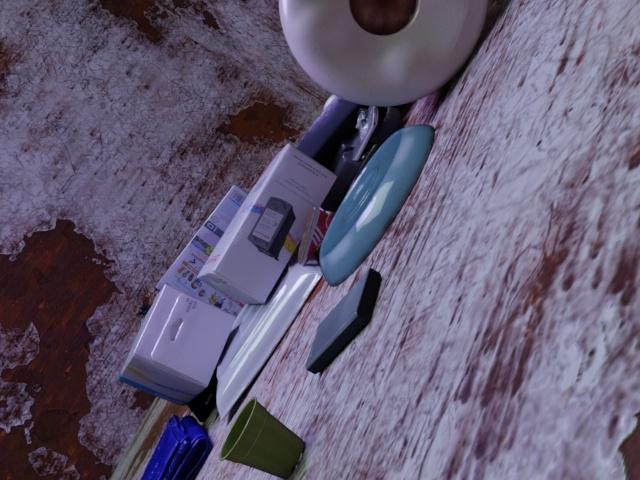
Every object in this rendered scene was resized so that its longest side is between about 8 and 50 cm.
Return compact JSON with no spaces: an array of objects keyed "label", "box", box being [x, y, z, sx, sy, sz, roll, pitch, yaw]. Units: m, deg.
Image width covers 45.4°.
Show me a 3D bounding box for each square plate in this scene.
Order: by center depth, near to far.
[{"label":"square plate","box":[-0.122,0.160,1.578,0.344,0.049,0.347,-55,11,5]}]

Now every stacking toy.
[{"label":"stacking toy","box":[0.108,-0.444,1.467,0.351,0.350,0.480,-57,6,11]}]

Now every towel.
[{"label":"towel","box":[-0.316,0.470,1.559,0.228,0.076,0.308,-59,8,-11]}]

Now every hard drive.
[{"label":"hard drive","box":[0.030,0.109,1.021,0.135,0.022,0.094,-52,11,38]},{"label":"hard drive","box":[0.072,-0.247,1.621,0.255,0.054,0.172,-47,-31,24]}]

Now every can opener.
[{"label":"can opener","box":[0.082,-0.167,1.595,0.283,0.095,0.076,116,159,-46]}]

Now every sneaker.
[{"label":"sneaker","box":[0.000,0.000,1.479,0.042,0.067,0.118,-25,45,64]}]

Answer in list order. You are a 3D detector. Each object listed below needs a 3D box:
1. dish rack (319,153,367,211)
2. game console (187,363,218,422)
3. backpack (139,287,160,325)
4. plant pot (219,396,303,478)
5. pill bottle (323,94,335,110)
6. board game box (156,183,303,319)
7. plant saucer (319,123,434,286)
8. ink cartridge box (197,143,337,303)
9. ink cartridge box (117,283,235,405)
[{"label":"dish rack","box":[0.041,-0.202,1.916,0.333,0.072,0.285,-54,10,36]},{"label":"game console","box":[-0.248,0.339,1.754,0.107,0.071,0.122,41,108,40]},{"label":"backpack","box":[-0.334,0.243,2.011,0.225,0.191,0.254,-67,-27,-48]},{"label":"plant pot","box":[-0.065,0.241,0.905,0.083,0.079,0.083,-57,8,12]},{"label":"pill bottle","box":[0.067,-0.353,2.087,0.112,0.112,0.187,-55,3,21]},{"label":"board game box","box":[-0.208,0.052,1.815,0.303,0.224,0.097,-52,9,-1]},{"label":"plant saucer","box":[0.083,-0.069,1.289,0.318,0.043,0.317,-56,9,13]},{"label":"ink cartridge box","box":[-0.116,-0.026,1.607,0.306,0.131,0.226,-61,11,-13]},{"label":"ink cartridge box","box":[-0.314,0.233,1.655,0.233,0.168,0.171,-45,22,60]}]
